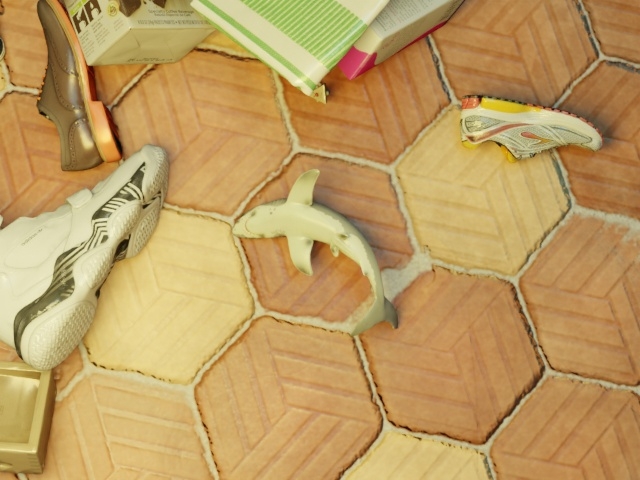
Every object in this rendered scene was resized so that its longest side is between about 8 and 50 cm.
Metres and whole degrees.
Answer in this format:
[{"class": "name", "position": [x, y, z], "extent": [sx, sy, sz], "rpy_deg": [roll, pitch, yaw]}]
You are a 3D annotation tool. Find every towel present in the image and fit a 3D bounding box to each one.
[{"class": "towel", "position": [0.004, -0.383, 1.447], "extent": [0.248, 0.038, 0.325], "rpy_deg": [40, 89, 24]}]

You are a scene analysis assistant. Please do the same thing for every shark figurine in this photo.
[{"class": "shark figurine", "position": [0.027, 0.001, 1.523], "extent": [0.278, 0.116, 0.166], "rpy_deg": [37, 111, 10]}]

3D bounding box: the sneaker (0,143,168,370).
[{"class": "sneaker", "position": [-0.367, -0.016, 1.450], "extent": [0.210, 0.137, 0.365], "rpy_deg": [24, 63, 7]}]

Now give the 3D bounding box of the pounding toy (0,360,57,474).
[{"class": "pounding toy", "position": [-0.457, 0.204, 1.436], "extent": [0.181, 0.094, 0.206], "rpy_deg": [5, 57, -5]}]

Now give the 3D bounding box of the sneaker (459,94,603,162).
[{"class": "sneaker", "position": [0.317, -0.161, 1.598], "extent": [0.225, 0.088, 0.092], "rpy_deg": [9, 99, -4]}]

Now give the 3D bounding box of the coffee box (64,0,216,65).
[{"class": "coffee box", "position": [-0.290, -0.412, 1.519], "extent": [0.168, 0.119, 0.297], "rpy_deg": [-14, 79, -48]}]

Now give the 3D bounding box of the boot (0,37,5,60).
[{"class": "boot", "position": [-0.550, -0.324, 1.527], "extent": [0.190, 0.086, 0.069], "rpy_deg": [24, 78, -1]}]

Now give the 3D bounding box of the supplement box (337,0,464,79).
[{"class": "supplement box", "position": [0.104, -0.345, 1.551], "extent": [0.220, 0.111, 0.114], "rpy_deg": [-37, 84, -34]}]

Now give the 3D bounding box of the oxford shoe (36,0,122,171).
[{"class": "oxford shoe", "position": [-0.375, -0.231, 1.526], "extent": [0.098, 0.097, 0.271], "rpy_deg": [-20, 81, -2]}]

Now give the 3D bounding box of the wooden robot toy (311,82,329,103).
[{"class": "wooden robot toy", "position": [-0.030, -0.283, 1.585], "extent": [0.079, 0.076, 0.173], "rpy_deg": [-5, 79, 4]}]
